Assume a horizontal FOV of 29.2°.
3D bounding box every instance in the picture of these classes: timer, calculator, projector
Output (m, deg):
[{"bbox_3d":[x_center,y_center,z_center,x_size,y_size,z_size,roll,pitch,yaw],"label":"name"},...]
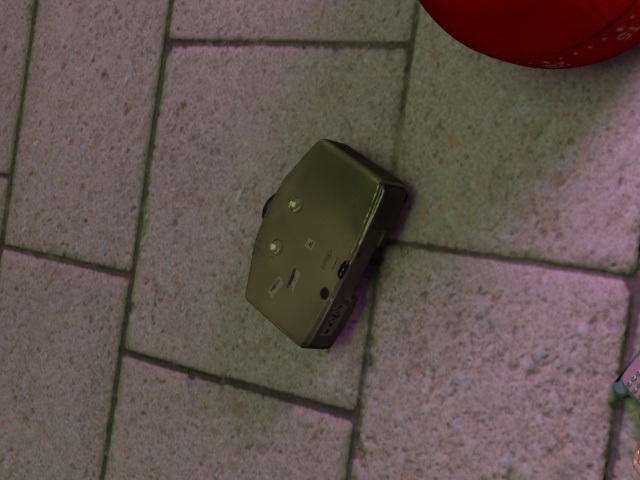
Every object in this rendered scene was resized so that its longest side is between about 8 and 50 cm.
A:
[{"bbox_3d":[0.265,-0.393,1.437,0.378,0.279,0.378,-8,79,43],"label":"timer"},{"bbox_3d":[0.400,0.144,1.425,0.094,0.019,0.141,51,118,36],"label":"calculator"},{"bbox_3d":[0.000,0.000,1.751,0.193,0.088,0.269,38,109,39],"label":"projector"}]

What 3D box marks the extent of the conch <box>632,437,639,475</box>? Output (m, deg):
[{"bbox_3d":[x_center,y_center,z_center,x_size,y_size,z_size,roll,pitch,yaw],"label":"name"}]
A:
[{"bbox_3d":[0.421,0.227,1.322,0.155,0.130,0.207,14,76,12],"label":"conch"}]
